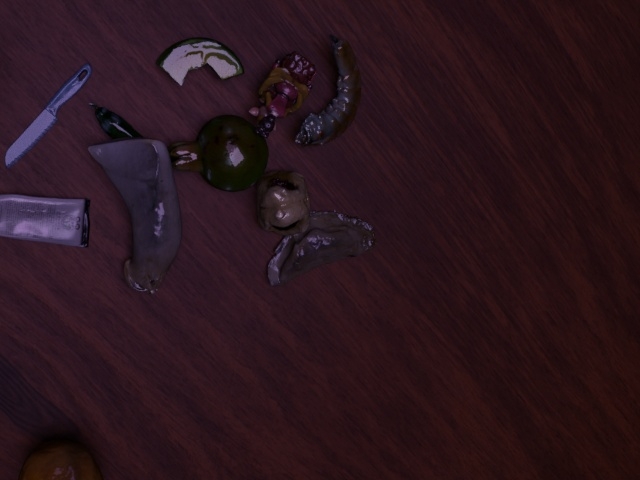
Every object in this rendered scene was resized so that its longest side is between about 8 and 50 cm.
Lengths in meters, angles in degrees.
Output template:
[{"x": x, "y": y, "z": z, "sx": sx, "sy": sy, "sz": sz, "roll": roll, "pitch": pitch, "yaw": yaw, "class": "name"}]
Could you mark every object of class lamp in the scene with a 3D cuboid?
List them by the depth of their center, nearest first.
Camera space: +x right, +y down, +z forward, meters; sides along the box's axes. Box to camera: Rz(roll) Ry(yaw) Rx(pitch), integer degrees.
[{"x": -0.104, "y": -0.354, "z": 1.828, "sx": 0.118, "sy": 0.118, "sz": 0.253, "roll": 32, "pitch": 74, "yaw": -21, "class": "lamp"}]

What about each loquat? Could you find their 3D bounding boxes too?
[{"x": -0.630, "y": 0.600, "z": 1.772, "sx": 0.193, "sy": 0.238, "sz": 0.238, "roll": -21, "pitch": 105, "yaw": -22, "class": "loquat"}]

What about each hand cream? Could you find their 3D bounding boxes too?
[{"x": -0.716, "y": -0.054, "z": 1.724, "sx": 0.336, "sy": 0.076, "sz": 0.121, "roll": 5, "pitch": 103, "yaw": -26, "class": "hand cream"}]

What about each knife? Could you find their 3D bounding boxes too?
[{"x": -0.645, "y": -0.295, "z": 1.728, "sx": 0.044, "sy": 0.019, "sz": 0.313, "roll": 42, "pitch": 87, "yaw": -23, "class": "knife"}]

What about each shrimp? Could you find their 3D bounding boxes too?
[{"x": 0.043, "y": -0.369, "z": 1.883, "sx": 0.185, "sy": 0.068, "sz": 0.287, "roll": 1, "pitch": 114, "yaw": -54, "class": "shrimp"}]

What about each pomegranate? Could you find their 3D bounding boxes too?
[{"x": -0.241, "y": -0.225, "z": 1.799, "sx": 0.241, "sy": 0.159, "sz": 0.190, "roll": 25, "pitch": 89, "yaw": -18, "class": "pomegranate"}]

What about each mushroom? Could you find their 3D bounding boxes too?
[{"x": -0.421, "y": -0.056, "z": 1.765, "sx": 0.177, "sy": 0.126, "sz": 0.397, "roll": -7, "pitch": 110, "yaw": 4, "class": "mushroom"}]

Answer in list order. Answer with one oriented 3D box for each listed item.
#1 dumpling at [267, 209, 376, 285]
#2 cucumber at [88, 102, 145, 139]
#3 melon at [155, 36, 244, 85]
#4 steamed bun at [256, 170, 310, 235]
[{"x": 0.002, "y": 0.004, "z": 1.962, "sx": 0.332, "sy": 0.086, "sz": 0.166, "roll": -23, "pitch": 108, "yaw": -18, "class": "dumpling"}, {"x": -0.464, "y": -0.248, "z": 1.776, "sx": 0.250, "sy": 0.056, "sz": 0.056, "roll": 40, "pitch": 85, "yaw": -22, "class": "cucumber"}, {"x": -0.296, "y": -0.441, "z": 1.796, "sx": 0.209, "sy": 0.064, "sz": 0.118, "roll": -17, "pitch": 109, "yaw": -13, "class": "melon"}, {"x": -0.099, "y": -0.091, "z": 1.855, "sx": 0.141, "sy": 0.155, "sz": 0.172, "roll": -6, "pitch": 97, "yaw": 2, "class": "steamed bun"}]
